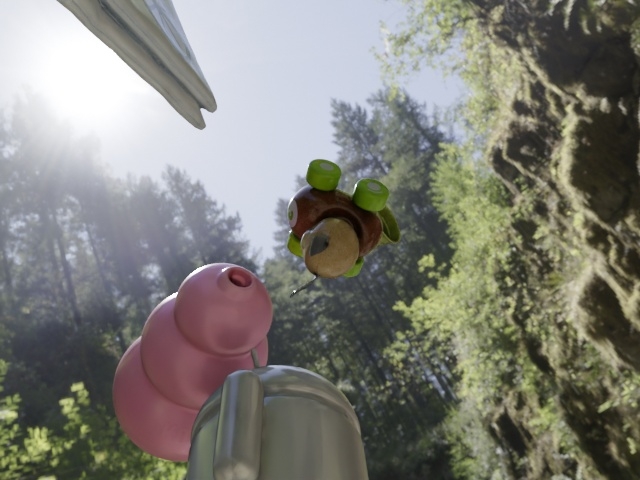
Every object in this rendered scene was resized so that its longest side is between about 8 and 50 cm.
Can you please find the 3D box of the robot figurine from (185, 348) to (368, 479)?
[{"bbox_3d":[-0.045,0.279,0.674,0.199,0.353,0.300,-12,-56,2],"label":"robot figurine"}]

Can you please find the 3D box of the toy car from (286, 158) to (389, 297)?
[{"bbox_3d":[0.000,0.000,0.899,0.188,0.149,0.155,-54,-16,-55],"label":"toy car"}]

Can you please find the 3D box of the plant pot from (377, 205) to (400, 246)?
[{"bbox_3d":[0.089,-0.016,1.133,0.079,0.083,0.083,-30,-33,29],"label":"plant pot"}]

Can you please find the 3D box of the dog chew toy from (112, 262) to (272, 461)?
[{"bbox_3d":[-0.168,0.164,0.888,0.206,0.207,0.332,1,-45,-34],"label":"dog chew toy"}]

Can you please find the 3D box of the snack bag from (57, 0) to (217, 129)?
[{"bbox_3d":[-0.202,-0.275,0.430,0.037,0.323,0.342,-28,-24,7],"label":"snack bag"}]
